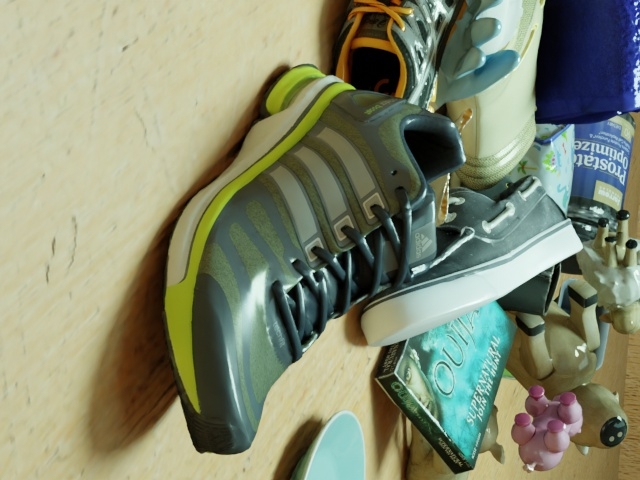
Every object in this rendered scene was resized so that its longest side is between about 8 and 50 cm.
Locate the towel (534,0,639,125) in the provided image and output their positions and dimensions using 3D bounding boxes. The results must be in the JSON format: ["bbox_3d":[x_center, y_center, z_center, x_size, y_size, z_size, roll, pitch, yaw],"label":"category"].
[{"bbox_3d":[0.251,-0.267,1.318,0.227,0.076,0.308,-174,-99,-69],"label":"towel"}]

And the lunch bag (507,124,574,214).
[{"bbox_3d":[0.248,-0.081,1.567,0.151,0.096,0.129,-34,129,-55],"label":"lunch bag"}]

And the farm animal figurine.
[{"bbox_3d":[0.227,0.142,1.400,0.327,0.330,0.172,-107,-175,-52],"label":"farm animal figurine"}]

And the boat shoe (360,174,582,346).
[{"bbox_3d":[0.122,0.007,1.179,0.301,0.108,0.102,-23,86,-47],"label":"boat shoe"}]

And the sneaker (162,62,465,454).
[{"bbox_3d":[0.000,0.000,0.774,0.300,0.121,0.111,-66,155,-43],"label":"sneaker"}]

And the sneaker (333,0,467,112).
[{"bbox_3d":[0.054,-0.159,0.955,0.083,0.084,0.215,1,96,-67],"label":"sneaker"}]

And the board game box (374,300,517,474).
[{"bbox_3d":[0.117,0.101,1.238,0.126,0.026,0.186,50,39,-22],"label":"board game box"}]

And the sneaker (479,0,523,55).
[{"bbox_3d":[0.095,-0.242,1.049,0.095,0.090,0.235,-30,128,-23],"label":"sneaker"}]

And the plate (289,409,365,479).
[{"bbox_3d":[-0.004,0.217,1.007,0.188,0.024,0.188,7,90,-73],"label":"plate"}]

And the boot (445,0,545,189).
[{"bbox_3d":[0.169,-0.199,1.277,0.203,0.095,0.262,77,23,-51],"label":"boot"}]

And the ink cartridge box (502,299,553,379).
[{"bbox_3d":[0.253,0.066,1.689,0.109,0.062,0.209,12,85,-72],"label":"ink cartridge box"}]

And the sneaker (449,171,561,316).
[{"bbox_3d":[0.190,-0.029,1.365,0.083,0.118,0.222,45,54,-68],"label":"sneaker"}]

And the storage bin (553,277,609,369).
[{"bbox_3d":[0.372,0.137,2.067,0.091,0.098,0.135,125,-19,-65],"label":"storage bin"}]

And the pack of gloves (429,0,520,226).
[{"bbox_3d":[0.098,-0.077,1.022,0.232,0.046,0.195,134,-30,-75],"label":"pack of gloves"}]

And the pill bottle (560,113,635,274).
[{"bbox_3d":[0.352,-0.070,1.852,0.123,0.123,0.219,55,45,-65],"label":"pill bottle"}]
